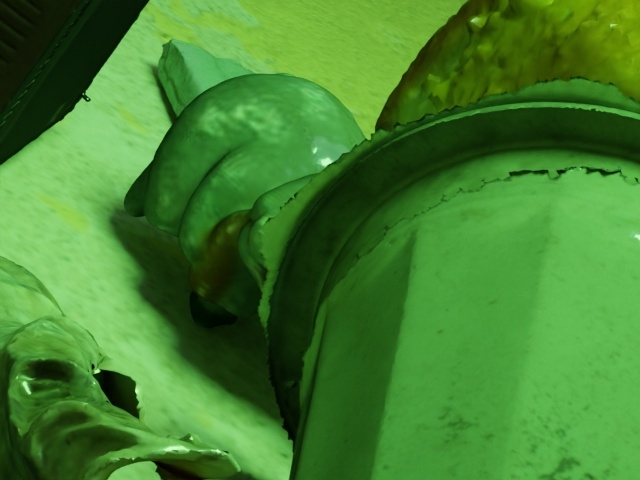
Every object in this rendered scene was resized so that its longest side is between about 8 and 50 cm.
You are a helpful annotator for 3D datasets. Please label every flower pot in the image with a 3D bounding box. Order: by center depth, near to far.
[{"bbox_3d":[0.083,0.115,0.821,0.290,0.290,0.259,33,34,-7],"label":"flower pot"}]

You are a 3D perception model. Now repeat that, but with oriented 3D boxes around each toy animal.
[{"bbox_3d":[-0.001,-0.003,1.031,0.125,0.127,0.251,-7,22,-30],"label":"toy animal"}]

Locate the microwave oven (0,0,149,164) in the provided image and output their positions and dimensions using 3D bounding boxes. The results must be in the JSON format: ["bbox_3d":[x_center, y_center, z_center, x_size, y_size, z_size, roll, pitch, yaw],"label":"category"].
[{"bbox_3d":[-0.197,-0.146,1.029,0.188,0.178,0.247,35,20,-2],"label":"microwave oven"}]

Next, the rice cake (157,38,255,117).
[{"bbox_3d":[-0.041,-0.061,1.291,0.124,0.038,0.211,21,24,-33],"label":"rice cake"}]

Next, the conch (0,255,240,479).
[{"bbox_3d":[-0.119,0.104,0.620,0.210,0.159,0.291,69,-17,-7],"label":"conch"}]

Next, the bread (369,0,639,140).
[{"bbox_3d":[0.192,0.004,1.104,0.337,0.358,0.204,32,35,-10],"label":"bread"}]
